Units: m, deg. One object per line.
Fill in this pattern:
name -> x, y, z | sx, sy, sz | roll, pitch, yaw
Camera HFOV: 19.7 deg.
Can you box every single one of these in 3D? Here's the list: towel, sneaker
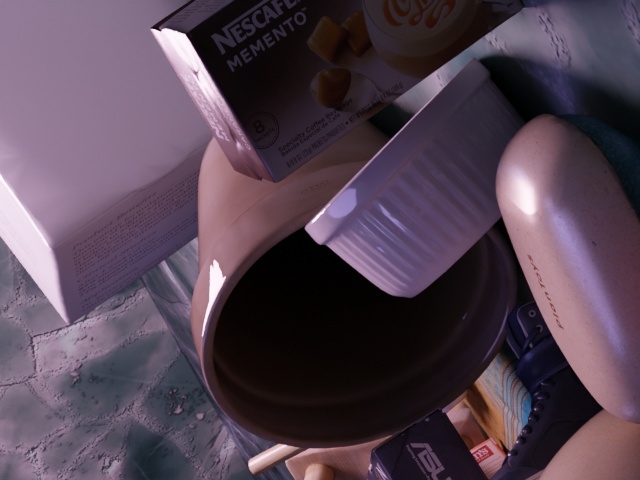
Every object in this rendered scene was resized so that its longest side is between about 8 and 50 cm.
towel -> 0.203, 0.170, 2.001 | 0.370, 0.040, 0.271 | 55, 169, 24
sneaker -> 0.189, 0.152, 1.673 | 0.163, 0.226, 0.086 | 54, 159, 16

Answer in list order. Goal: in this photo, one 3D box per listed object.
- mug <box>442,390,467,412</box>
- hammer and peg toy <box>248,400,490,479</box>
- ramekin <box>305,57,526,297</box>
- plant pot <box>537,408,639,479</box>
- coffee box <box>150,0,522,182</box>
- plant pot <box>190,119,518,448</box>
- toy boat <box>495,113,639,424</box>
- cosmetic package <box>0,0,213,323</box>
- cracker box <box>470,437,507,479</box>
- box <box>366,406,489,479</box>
mug -> 0.136, 0.156, 2.062 | 0.064, 0.078, 0.062 | 49, 136, 9
hammer and peg toy -> 0.091, 0.281, 2.228 | 0.361, 0.266, 0.127 | 59, -152, -32
ramekin -> 0.095, -0.045, 1.563 | 0.109, 0.207, 0.207 | 45, 167, 0
plant pot -> 0.290, 0.237, 1.526 | 0.191, 0.284, 0.284 | -84, -21, -44
coffee box -> 0.013, -0.172, 1.420 | 0.141, 0.246, 0.098 | 60, 165, -20
plant pot -> 0.000, 0.000, 1.859 | 0.280, 0.323, 0.323 | -116, 3, -46
toy boat -> 0.261, 0.034, 1.360 | 0.267, 0.148, 0.318 | 65, 171, -22
cosmetic package -> -0.293, -0.148, 2.357 | 0.327, 0.329, 0.393 | 53, 166, 9
cracker box -> 0.239, 0.347, 2.031 | 0.232, 0.067, 0.155 | 48, 165, 46
box -> 0.186, 0.383, 1.910 | 0.395, 0.097, 0.318 | 57, 174, 14
